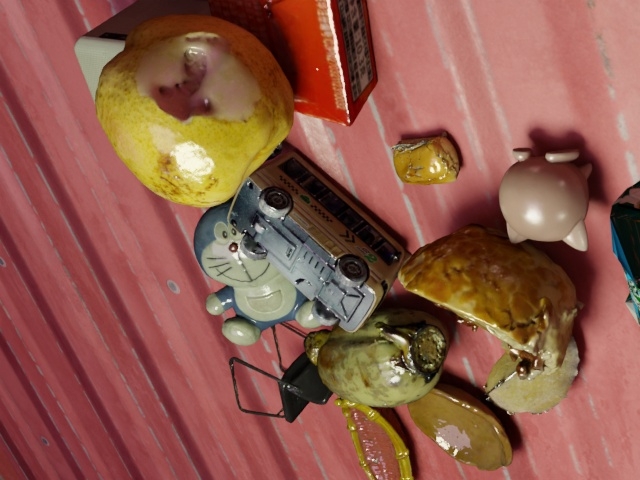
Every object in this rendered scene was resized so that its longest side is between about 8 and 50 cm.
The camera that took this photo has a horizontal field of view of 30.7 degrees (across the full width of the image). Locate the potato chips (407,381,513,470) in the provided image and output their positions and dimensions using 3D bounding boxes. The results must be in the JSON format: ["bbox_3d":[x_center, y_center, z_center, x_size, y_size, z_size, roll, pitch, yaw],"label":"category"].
[{"bbox_3d":[0.244,0.306,1.989,0.208,0.062,0.195,15,139,35],"label":"potato chips"}]

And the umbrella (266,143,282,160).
[{"bbox_3d":[-0.164,-0.143,1.945,0.122,0.110,0.272,53,143,-9],"label":"umbrella"}]

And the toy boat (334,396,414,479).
[{"bbox_3d":[0.106,0.384,2.180,0.141,0.099,0.318,12,134,44],"label":"toy boat"}]

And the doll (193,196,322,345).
[{"bbox_3d":[-0.112,0.044,2.038,0.228,0.154,0.258,-15,124,16],"label":"doll"}]

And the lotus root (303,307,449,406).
[{"bbox_3d":[0.091,0.186,1.944,0.309,0.173,0.173,-5,120,54],"label":"lotus root"}]

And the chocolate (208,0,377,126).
[{"bbox_3d":[-0.038,-0.304,1.666,0.235,0.108,0.237,18,134,35],"label":"chocolate"}]

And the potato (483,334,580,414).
[{"bbox_3d":[0.337,0.188,1.785,0.101,0.089,0.172,36,115,-18],"label":"potato"}]

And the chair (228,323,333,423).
[{"bbox_3d":[-0.037,0.264,2.181,0.221,0.140,0.145,18,135,31],"label":"chair"}]

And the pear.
[{"bbox_3d":[-0.175,-0.184,1.613,0.271,0.271,0.271,27,140,26],"label":"pear"}]

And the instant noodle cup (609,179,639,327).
[{"bbox_3d":[0.465,0.040,1.382,0.240,0.240,0.178,20,146,33],"label":"instant noodle cup"}]

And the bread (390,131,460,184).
[{"bbox_3d":[0.152,-0.113,1.694,0.106,0.053,0.072,1,121,52],"label":"bread"}]

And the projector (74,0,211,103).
[{"bbox_3d":[-0.236,-0.280,1.833,0.243,0.177,0.163,14,135,40],"label":"projector"}]

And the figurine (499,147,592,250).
[{"bbox_3d":[0.299,-0.056,1.549,0.125,0.125,0.138,6,112,43],"label":"figurine"}]

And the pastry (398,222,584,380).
[{"bbox_3d":[0.245,0.063,1.651,0.256,0.170,0.237,35,177,31],"label":"pastry"}]

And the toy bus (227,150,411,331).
[{"bbox_3d":[0.000,0.000,1.872,0.289,0.157,0.139,41,139,13],"label":"toy bus"}]
